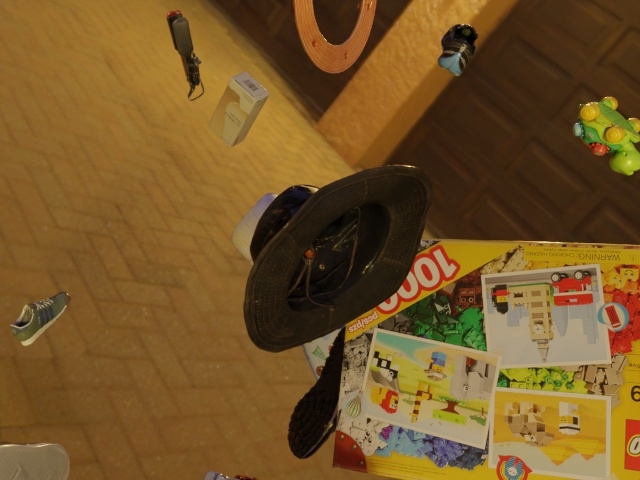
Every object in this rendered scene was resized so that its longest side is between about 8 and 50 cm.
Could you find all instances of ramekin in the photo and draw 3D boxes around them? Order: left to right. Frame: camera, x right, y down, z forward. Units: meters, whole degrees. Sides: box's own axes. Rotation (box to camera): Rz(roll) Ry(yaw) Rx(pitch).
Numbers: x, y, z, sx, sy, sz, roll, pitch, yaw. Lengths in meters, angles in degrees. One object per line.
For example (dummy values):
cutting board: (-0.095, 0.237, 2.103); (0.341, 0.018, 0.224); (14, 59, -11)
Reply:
ramekin: (-0.153, -0.036, 1.968); (0.109, 0.207, 0.207); (40, 17, -1)

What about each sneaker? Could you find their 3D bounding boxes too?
sneaker: (-0.581, 0.410, 1.315); (0.147, 0.104, 0.295); (5, -20, 13)
sneaker: (-0.801, 0.204, 2.049); (0.064, 0.192, 0.086); (11, -38, 38)
sneaker: (0.050, 0.310, 1.397); (0.124, 0.283, 0.107); (29, 3, -34)
sneaker: (0.263, -0.364, 1.332); (0.067, 0.078, 0.188); (33, 32, -5)

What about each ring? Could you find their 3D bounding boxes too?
ring: (0.030, -0.526, 1.521); (0.032, 0.336, 0.337); (13, 2, 30)

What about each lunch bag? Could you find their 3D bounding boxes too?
lunch bag: (0.057, 0.287, 2.201); (0.115, 0.243, 0.303); (-19, 86, -58)

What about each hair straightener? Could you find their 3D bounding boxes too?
hair straightener: (-0.322, -0.432, 1.737); (0.047, 0.230, 0.089); (-21, 46, -21)

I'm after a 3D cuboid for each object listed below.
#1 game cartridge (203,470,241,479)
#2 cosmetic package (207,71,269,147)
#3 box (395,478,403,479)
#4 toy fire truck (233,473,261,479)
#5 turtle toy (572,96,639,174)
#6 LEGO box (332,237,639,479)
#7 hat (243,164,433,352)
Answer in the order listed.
game cartridge: (-0.045, 0.420, 0.881); (0.295, 0.196, 0.060); (13, -32, 17)
cosmetic package: (-0.138, -0.217, 1.198); (0.060, 0.115, 0.041); (42, 42, 7)
box: (0.250, 0.547, 1.636); (0.105, 0.179, 0.043); (5, 75, -28)
toy fire truck: (-0.217, 0.660, 1.783); (0.246, 0.158, 0.217); (33, -7, -11)
turtle toy: (0.432, -0.156, 1.075); (0.095, 0.066, 0.130); (-22, 65, -43)
LEGO box: (0.298, 0.197, 1.121); (0.501, 0.372, 0.193); (1, -11, 23)
hat: (0.000, 0.000, 1.012); (0.134, 0.331, 0.331); (42, 15, 34)
